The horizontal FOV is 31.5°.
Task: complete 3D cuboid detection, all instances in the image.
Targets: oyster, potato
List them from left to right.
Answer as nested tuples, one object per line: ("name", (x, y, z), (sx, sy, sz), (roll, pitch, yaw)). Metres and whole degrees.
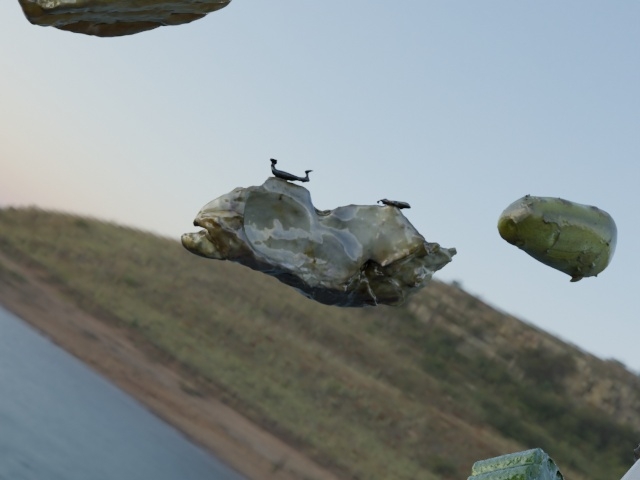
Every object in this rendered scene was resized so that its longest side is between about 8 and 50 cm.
("oyster", (0.005, 0.000, 1.349), (0.337, 0.133, 0.198), (17, -25, -34))
("potato", (0.313, -0.010, 1.483), (0.188, 0.105, 0.085), (15, 34, -28))

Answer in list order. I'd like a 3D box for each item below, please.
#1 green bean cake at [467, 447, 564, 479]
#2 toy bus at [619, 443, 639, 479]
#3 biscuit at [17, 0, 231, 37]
("green bean cake", (0.259, 0.408, 1.394), (0.125, 0.222, 0.248), (-19, -70, 30))
("toy bus", (0.277, 0.151, 0.354), (0.440, 0.249, 0.209), (-25, -87, 48))
("biscuit", (-0.239, -0.323, 1.429), (0.274, 0.091, 0.213), (-9, -1, -3))
